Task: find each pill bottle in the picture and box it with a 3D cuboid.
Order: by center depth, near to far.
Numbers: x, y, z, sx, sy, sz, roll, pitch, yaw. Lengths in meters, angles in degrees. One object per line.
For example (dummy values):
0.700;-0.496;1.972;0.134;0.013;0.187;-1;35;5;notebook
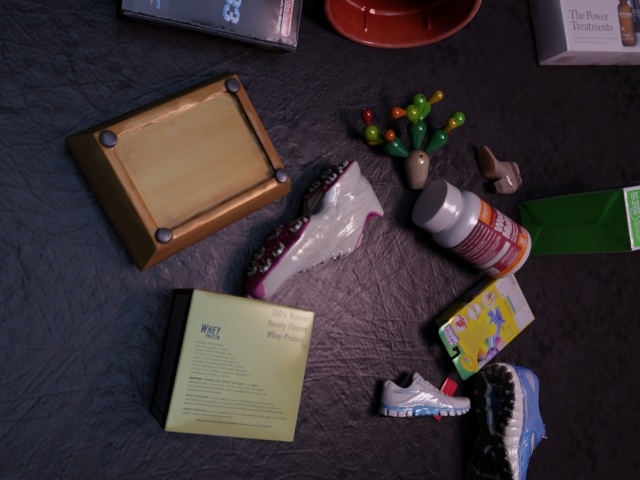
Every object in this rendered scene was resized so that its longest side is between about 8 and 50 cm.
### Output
0.296;-0.022;1.153;0.221;0.121;0.121;30;74;-22;pill bottle

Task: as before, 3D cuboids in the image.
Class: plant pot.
0.143;-0.535;1.051;0.272;0.272;0.265;7;75;-25;plant pot

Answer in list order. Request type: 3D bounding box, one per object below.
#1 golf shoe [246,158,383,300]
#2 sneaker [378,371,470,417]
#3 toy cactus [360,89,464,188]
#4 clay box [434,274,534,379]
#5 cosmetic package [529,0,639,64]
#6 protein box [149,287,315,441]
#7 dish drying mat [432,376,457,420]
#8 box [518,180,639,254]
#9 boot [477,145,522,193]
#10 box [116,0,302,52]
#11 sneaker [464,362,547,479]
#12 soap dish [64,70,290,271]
0.000;0.000;1.015;0.140;0.115;0.306;47;70;-19;golf shoe
0.201;0.292;1.112;0.190;0.071;0.083;5;74;-21;sneaker
0.176;-0.192;1.133;0.219;0.112;0.181;-15;112;-29;toy cactus
0.327;0.168;1.193;0.222;0.053;0.127;-33;101;-23;clay box
0.660;-0.568;1.386;0.377;0.097;0.285;-9;88;-26;cosmetic package
-0.139;0.190;0.918;0.199;0.136;0.201;13;81;-24;protein box
0.244;0.315;1.167;0.032;0.008;0.083;39;70;-18;dish drying mat
0.600;-0.051;1.227;0.231;0.262;0.127;-9;91;-27;box
0.387;-0.154;1.256;0.087;0.042;0.118;-22;97;-32;boot
-0.163;-0.481;0.950;0.293;0.073;0.296;5;101;-25;box
0.385;0.408;1.160;0.147;0.129;0.330;5;93;-32;sneaker
-0.204;-0.119;0.918;0.290;0.118;0.229;-31;100;-26;soap dish
